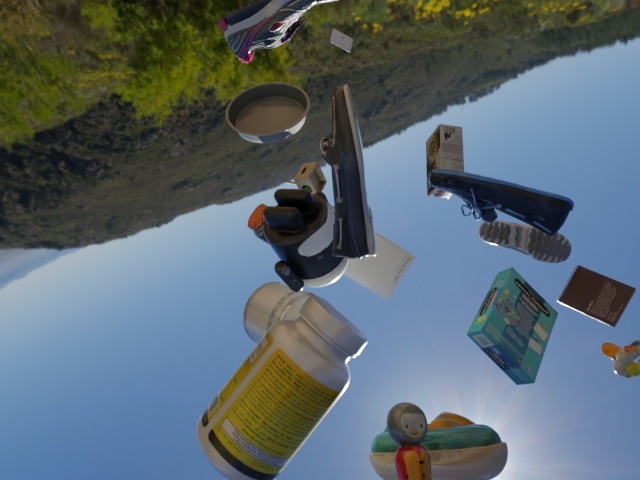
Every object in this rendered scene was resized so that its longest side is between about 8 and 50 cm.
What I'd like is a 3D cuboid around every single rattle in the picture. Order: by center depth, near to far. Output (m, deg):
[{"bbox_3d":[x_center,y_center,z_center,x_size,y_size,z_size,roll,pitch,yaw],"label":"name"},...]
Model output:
[{"bbox_3d":[0.931,0.323,1.239,0.130,0.200,0.142,-32,-146,29],"label":"rattle"}]

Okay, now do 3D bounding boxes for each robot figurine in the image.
[{"bbox_3d":[-0.035,-0.004,0.998,0.209,0.278,0.173,-34,-136,-4],"label":"robot figurine"}]

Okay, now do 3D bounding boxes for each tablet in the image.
[{"bbox_3d":[0.075,-0.708,1.420,0.083,0.054,0.006,17,170,-25],"label":"tablet"}]

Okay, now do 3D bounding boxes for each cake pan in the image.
[{"bbox_3d":[-0.179,-0.441,1.395,0.293,0.054,0.293,-4,-126,5],"label":"cake pan"}]

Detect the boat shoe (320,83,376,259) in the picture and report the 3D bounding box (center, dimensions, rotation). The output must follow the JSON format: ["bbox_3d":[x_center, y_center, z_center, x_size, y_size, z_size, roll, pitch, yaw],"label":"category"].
[{"bbox_3d":[0.040,-0.112,0.760,0.096,0.335,0.112,-8,-157,10],"label":"boat shoe"}]

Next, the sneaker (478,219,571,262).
[{"bbox_3d":[0.652,-0.012,1.291,0.281,0.105,0.115,20,-167,11],"label":"sneaker"}]

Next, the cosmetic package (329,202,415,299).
[{"bbox_3d":[0.135,0.034,1.479,0.197,0.366,0.155,-61,180,8],"label":"cosmetic package"}]

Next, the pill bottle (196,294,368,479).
[{"bbox_3d":[-0.065,0.278,0.776,0.334,0.188,0.188,-51,-164,-1],"label":"pill bottle"}]

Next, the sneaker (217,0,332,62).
[{"bbox_3d":[-0.087,-0.529,0.952,0.299,0.112,0.121,-16,-151,17],"label":"sneaker"}]

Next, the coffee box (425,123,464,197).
[{"bbox_3d":[0.584,-0.369,1.892,0.119,0.297,0.168,5,164,-7],"label":"coffee box"}]

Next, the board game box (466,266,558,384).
[{"bbox_3d":[0.699,0.300,1.450,0.336,0.254,0.079,-45,-179,-35],"label":"board game box"}]

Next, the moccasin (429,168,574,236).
[{"bbox_3d":[0.433,-0.093,0.996,0.342,0.116,0.138,18,-164,15],"label":"moccasin"}]

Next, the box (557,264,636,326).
[{"bbox_3d":[1.081,0.216,1.588,0.203,0.167,0.168,28,-171,28],"label":"box"}]

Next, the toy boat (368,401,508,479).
[{"bbox_3d":[0.202,0.382,0.755,0.268,0.148,0.318,-15,154,21],"label":"toy boat"}]

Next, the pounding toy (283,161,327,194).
[{"bbox_3d":[-0.061,-0.244,1.666,0.100,0.130,0.141,-2,-135,31],"label":"pounding toy"}]

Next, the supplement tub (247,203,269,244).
[{"bbox_3d":[-0.139,-0.034,1.332,0.117,0.190,0.117,-37,-146,31],"label":"supplement tub"}]

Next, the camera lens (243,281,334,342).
[{"bbox_3d":[-0.102,0.261,1.301,0.219,0.219,0.274,-35,-152,-32],"label":"camera lens"}]
